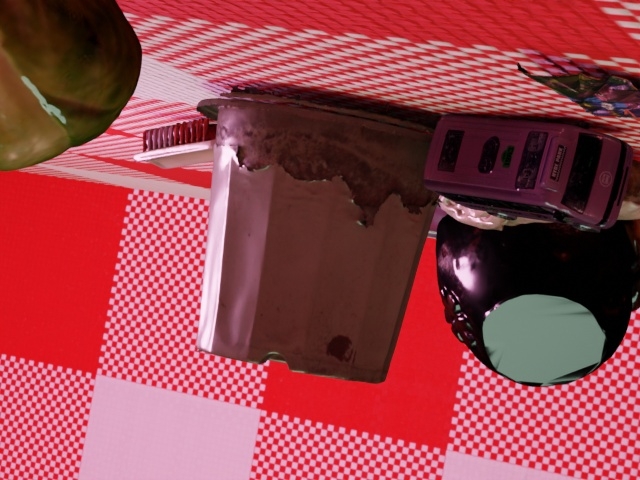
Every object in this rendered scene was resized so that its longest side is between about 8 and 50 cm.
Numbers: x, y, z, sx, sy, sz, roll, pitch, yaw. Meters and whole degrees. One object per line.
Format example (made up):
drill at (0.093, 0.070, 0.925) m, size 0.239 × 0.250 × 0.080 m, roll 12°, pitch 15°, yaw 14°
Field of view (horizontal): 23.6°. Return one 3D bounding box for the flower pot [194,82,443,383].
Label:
flower pot at (0.000, 0.000, 1.487) m, size 0.290 × 0.259 × 0.290 m, roll 10°, pitch 177°, yaw 1°

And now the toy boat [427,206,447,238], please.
toy boat at (0.281, -0.021, 2.057) m, size 0.299 × 0.092 × 0.134 m, roll 10°, pitch 175°, yaw 6°

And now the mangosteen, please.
mangosteen at (0.282, 0.042, 1.849) m, size 0.288 × 0.287 × 0.233 m, roll 10°, pitch -142°, yaw -5°

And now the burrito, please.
burrito at (0.228, -0.048, 1.582) m, size 0.117 × 0.076 × 0.392 m, roll 6°, pitch 178°, yaw -18°

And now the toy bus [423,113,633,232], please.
toy bus at (0.177, -0.061, 1.330) m, size 0.098 × 0.086 × 0.178 m, roll 19°, pitch 175°, yaw -38°

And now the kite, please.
kite at (0.253, -0.090, 1.093) m, size 0.321 × 0.016 × 0.234 m, roll 10°, pitch 178°, yaw -19°

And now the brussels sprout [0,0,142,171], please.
brussels sprout at (-0.181, -0.115, 0.880) m, size 0.131 × 0.145 × 0.183 m, roll -20°, pitch 173°, yaw 21°

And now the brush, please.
brush at (-0.099, -0.120, 1.767) m, size 0.060 × 0.050 × 0.321 m, roll 15°, pitch 168°, yaw -41°
